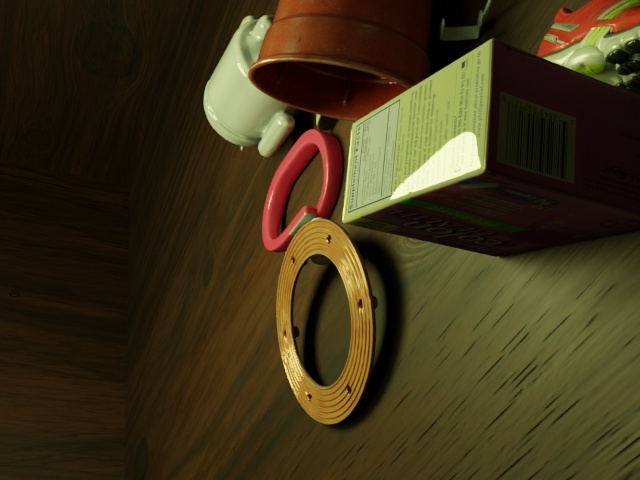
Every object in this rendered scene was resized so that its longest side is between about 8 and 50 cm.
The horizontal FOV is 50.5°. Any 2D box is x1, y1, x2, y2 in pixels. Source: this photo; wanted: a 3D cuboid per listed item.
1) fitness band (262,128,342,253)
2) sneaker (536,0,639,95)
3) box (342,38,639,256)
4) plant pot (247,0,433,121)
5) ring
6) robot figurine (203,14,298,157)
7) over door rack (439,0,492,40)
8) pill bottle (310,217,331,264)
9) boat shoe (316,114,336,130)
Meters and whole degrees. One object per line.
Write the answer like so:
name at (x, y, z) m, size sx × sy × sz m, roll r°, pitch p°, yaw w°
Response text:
fitness band at (-0.041, -0.093, 1.363) m, size 0.291 × 0.054 × 0.209 m, roll -45°, pitch 38°, yaw 49°
sneaker at (0.297, -0.199, 0.609) m, size 0.279 × 0.107 × 0.118 m, roll 9°, pitch 79°, yaw 63°
box at (0.174, -0.071, 0.679) m, size 0.243 × 0.214 × 0.117 m, roll -17°, pitch 64°, yaw 63°
plant pot at (0.054, -0.339, 0.996) m, size 0.272 × 0.273 × 0.265 m, roll 3°, pitch 81°, yaw 66°
ring at (0.007, 0.131, 1.126) m, size 0.337 × 0.032 × 0.336 m, roll 2°, pitch 92°, yaw 62°
robot figurine at (-0.132, -0.335, 1.477) m, size 0.353 × 0.200 × 0.299 m, roll -40°, pitch 59°, yaw 54°
over door rack at (0.248, -0.429, 0.828) m, size 0.324 × 0.108 × 0.239 m, roll 128°, pitch 147°, yaw -70°
pill bottle at (0.000, 0.000, 1.234) m, size 0.043 × 0.043 × 0.083 m, roll -53°, pitch 35°, yaw 44°
boat shoe at (0.022, -0.274, 1.297) m, size 0.135 × 0.050 × 0.045 m, roll -58°, pitch 37°, yaw 38°
